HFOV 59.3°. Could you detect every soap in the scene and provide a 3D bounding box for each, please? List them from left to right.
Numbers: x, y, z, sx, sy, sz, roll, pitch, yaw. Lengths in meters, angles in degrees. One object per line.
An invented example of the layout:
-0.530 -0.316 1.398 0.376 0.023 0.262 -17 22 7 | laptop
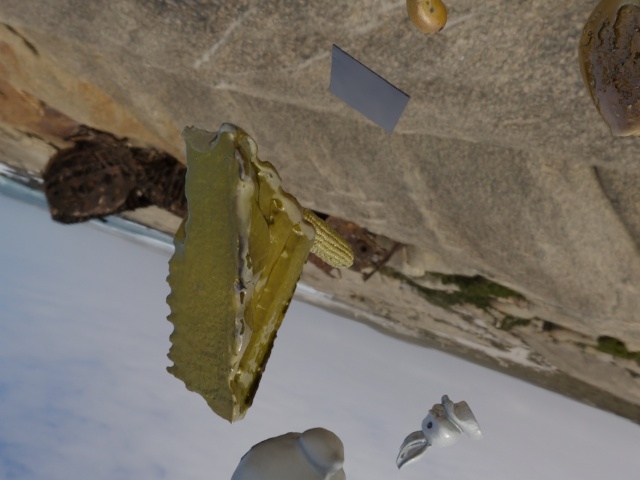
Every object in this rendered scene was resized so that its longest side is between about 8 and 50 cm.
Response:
-0.157 0.055 0.801 0.169 0.339 0.304 9 156 28 | soap

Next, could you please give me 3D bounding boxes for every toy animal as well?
-0.010 0.273 0.523 0.127 0.178 0.193 26 -172 -23 | toy animal
0.268 0.462 1.370 0.104 0.221 0.131 -95 -21 -74 | toy animal

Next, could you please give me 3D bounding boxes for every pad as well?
0.105 -0.343 1.315 0.202 0.005 0.300 36 177 3 | pad

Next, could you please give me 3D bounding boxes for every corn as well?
0.000 0.000 1.562 0.101 0.101 0.291 12 160 42 | corn

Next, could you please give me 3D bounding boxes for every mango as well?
0.329 -0.727 1.764 0.178 0.115 0.090 39 175 -38 | mango

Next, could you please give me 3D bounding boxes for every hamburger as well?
0.642 -0.352 1.087 0.174 0.304 0.284 -7 154 -11 | hamburger
